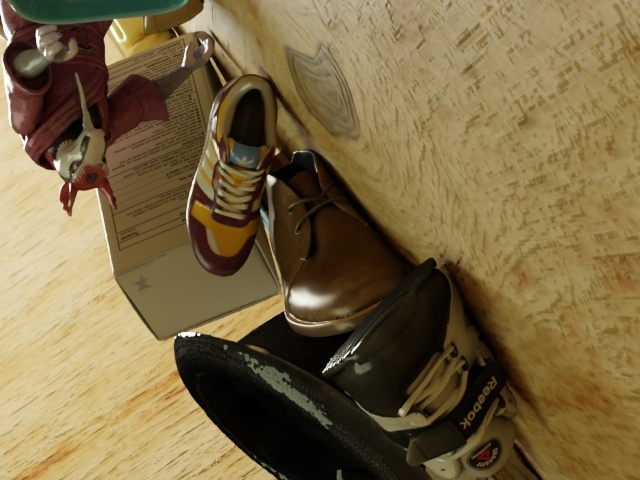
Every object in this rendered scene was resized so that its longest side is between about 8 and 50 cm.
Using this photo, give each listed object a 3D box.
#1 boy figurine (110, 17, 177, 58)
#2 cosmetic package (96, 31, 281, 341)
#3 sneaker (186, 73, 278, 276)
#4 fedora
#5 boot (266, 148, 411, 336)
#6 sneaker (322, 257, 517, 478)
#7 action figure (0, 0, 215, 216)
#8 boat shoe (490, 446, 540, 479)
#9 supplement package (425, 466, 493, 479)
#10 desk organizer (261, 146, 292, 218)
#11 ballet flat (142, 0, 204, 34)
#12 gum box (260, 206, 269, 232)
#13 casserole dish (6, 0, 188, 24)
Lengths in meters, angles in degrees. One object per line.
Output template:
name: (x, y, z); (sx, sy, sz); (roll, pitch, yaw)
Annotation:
boy figurine: (-0.231, -0.258, 2.303); (0.285, 0.092, 0.177); (56, 174, 33)
cosmetic package: (-0.153, -0.060, 2.028); (0.129, 0.153, 0.296); (63, -171, -48)
sneaker: (-0.079, -0.059, 1.720); (0.084, 0.069, 0.186); (-177, 93, -79)
fedora: (0.022, 0.143, 1.783); (0.334, 0.152, 0.334); (35, 161, 14)
boot: (0.000, 0.000, 1.686); (0.305, 0.112, 0.115); (-133, 22, -70)
sneaker: (0.094, 0.111, 1.465); (0.146, 0.122, 0.330); (44, 179, 12)
action figure: (-0.276, -0.190, 1.913); (0.248, 0.275, 0.370); (20, -123, -50)
boat shoe: (0.182, 0.233, 1.778); (0.135, 0.045, 0.050); (53, 175, 30)
supplement package: (0.119, 0.217, 1.960); (0.105, 0.105, 0.179); (48, 172, 45)
desk organizer: (-0.034, -0.040, 2.034); (0.047, 0.050, 0.130); (53, 175, 28)
ballet flat: (-0.191, -0.288, 1.712); (0.232, 0.073, 0.080); (56, 178, -8)
gum box: (-0.084, -0.078, 2.370); (0.157, 0.041, 0.184); (54, 176, 23)
casserole dish: (-0.194, -0.242, 1.635); (0.114, 0.188, 0.037); (72, -162, -45)
